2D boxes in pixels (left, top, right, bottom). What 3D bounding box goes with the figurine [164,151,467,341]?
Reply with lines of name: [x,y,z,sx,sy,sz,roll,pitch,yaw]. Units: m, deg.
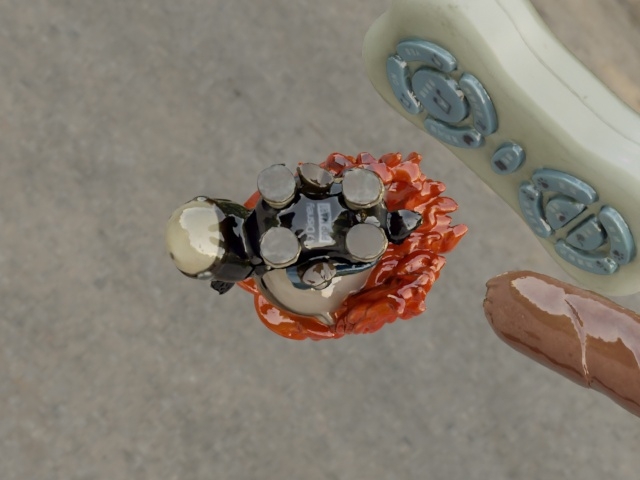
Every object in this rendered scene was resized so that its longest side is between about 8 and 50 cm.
figurine: [-0.008,0.001,1.754,0.412,0.306,0.241,6,63,-66]

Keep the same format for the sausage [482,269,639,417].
sausage: [0.315,0.128,1.225,0.433,0.088,0.088,28,19,33]

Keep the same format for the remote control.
remote control: [0.066,-0.034,0.465,0.122,0.074,0.032,43,66,2]
